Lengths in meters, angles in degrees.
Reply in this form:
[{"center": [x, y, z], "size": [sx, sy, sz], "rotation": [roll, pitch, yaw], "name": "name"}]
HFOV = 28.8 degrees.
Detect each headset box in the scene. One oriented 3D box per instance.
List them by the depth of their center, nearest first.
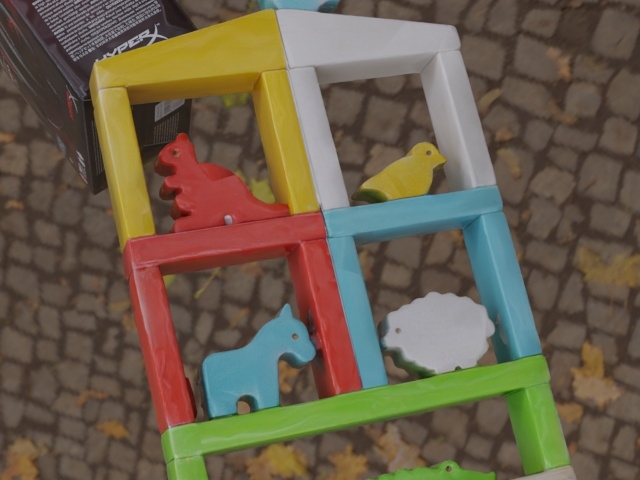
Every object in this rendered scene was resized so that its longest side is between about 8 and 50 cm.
[{"center": [-0.231, -0.212, 1.043], "size": [0.293, 0.110, 0.218], "rotation": [54, 163, 9], "name": "headset box"}]

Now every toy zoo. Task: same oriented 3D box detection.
[{"center": [0.000, 0.000, 0.609], "size": [0.030, 0.192, 0.293], "rotation": [133, 126, -67], "name": "toy zoo"}]
